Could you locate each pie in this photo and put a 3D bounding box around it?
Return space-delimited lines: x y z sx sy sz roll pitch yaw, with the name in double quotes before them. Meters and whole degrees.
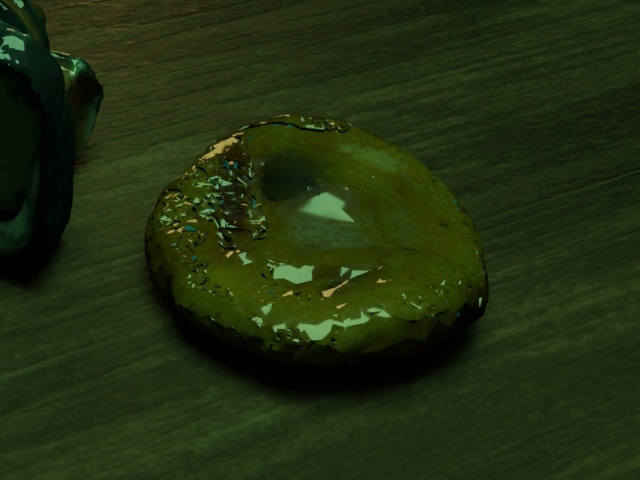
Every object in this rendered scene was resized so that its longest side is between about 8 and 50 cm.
"pie" 0.000 0.002 1.310 0.273 0.069 0.273 8 34 -5

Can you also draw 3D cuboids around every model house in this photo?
"model house" -0.270 -0.135 1.342 0.253 0.184 0.291 12 30 8
